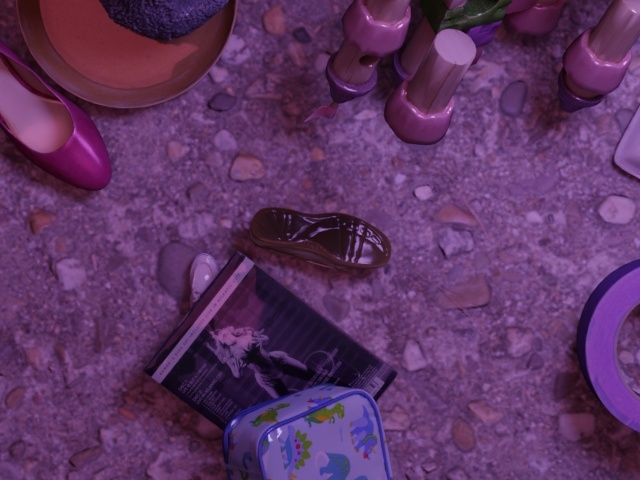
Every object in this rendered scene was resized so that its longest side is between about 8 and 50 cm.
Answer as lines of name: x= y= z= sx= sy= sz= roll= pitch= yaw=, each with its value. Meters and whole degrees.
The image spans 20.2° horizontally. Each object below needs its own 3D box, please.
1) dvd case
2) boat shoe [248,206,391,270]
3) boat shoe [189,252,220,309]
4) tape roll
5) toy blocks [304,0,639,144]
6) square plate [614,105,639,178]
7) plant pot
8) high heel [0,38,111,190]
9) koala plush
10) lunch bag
dvd case: x=-0.053 y=0.140 z=1.921 sx=0.221 sy=0.018 sz=0.164 roll=38 pitch=93 yaw=-11
boat shoe: x=-0.001 y=0.002 z=1.921 sx=0.153 sy=0.048 sz=0.056 roll=8 pitch=70 yaw=-5
boat shoe: x=-0.124 y=0.064 z=1.927 sx=0.035 sy=0.035 sz=0.100 roll=2 pitch=93 yaw=2
tape roll: x=0.368 y=0.111 z=1.896 sx=0.189 sy=0.080 sz=0.189 roll=0 pitch=92 yaw=2
toy blocks: x=0.132 y=-0.241 z=1.836 sx=0.288 sy=0.260 sz=0.309 roll=-17 pitch=66 yaw=-26
square plate: x=0.539 y=-0.155 z=1.893 sx=0.344 sy=0.049 sz=0.347 roll=28 pitch=93 yaw=-1
plant pot: x=-0.205 y=-0.259 z=1.914 sx=0.236 sy=0.032 sz=0.236 roll=0 pitch=93 yaw=2
high heel: x=-0.313 y=-0.146 z=1.879 sx=0.082 sy=0.117 sz=0.244 roll=-38 pitch=91 yaw=3
koala plush: x=-0.170 y=-0.304 z=1.784 sx=0.196 sy=0.221 sz=0.203 roll=-9 pitch=93 yaw=1
lunch bag: x=-0.004 y=0.266 z=1.868 sx=0.176 sy=0.090 sz=0.219 roll=-21 pitch=105 yaw=-34
